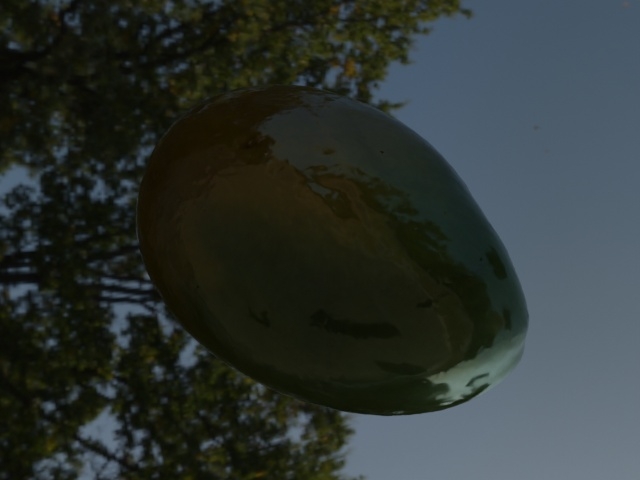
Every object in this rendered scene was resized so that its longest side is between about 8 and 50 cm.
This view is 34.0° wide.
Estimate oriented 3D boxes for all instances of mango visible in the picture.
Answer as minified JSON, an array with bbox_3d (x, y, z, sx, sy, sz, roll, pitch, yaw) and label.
[{"bbox_3d":[0.000,0.000,0.421,0.194,0.130,0.092,31,-40,37],"label":"mango"}]
